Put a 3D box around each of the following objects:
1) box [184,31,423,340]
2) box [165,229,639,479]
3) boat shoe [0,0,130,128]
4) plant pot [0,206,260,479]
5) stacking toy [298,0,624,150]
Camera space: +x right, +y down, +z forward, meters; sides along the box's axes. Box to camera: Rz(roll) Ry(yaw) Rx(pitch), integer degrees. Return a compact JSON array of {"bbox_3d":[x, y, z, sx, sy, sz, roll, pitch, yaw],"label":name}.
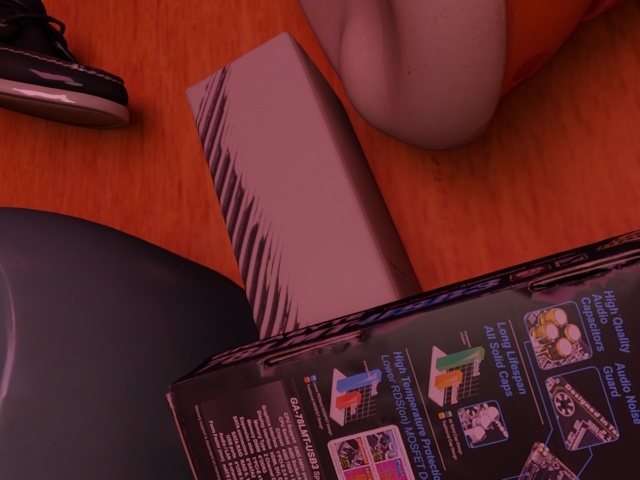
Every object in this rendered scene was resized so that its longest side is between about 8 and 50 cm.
[{"bbox_3d":[0.000,0.000,0.553,0.094,0.113,0.275,-27,60,12],"label":"box"},{"bbox_3d":[0.107,0.164,0.396,0.293,0.073,0.295,-19,91,14],"label":"box"},{"bbox_3d":[-0.298,-0.181,0.744,0.340,0.127,0.113,15,87,37],"label":"boat shoe"},{"bbox_3d":[-0.192,0.113,0.515,0.293,0.235,0.293,-8,67,19],"label":"plant pot"},{"bbox_3d":[0.197,-0.298,0.517,0.480,0.350,0.350,-24,61,-5],"label":"stacking toy"}]
